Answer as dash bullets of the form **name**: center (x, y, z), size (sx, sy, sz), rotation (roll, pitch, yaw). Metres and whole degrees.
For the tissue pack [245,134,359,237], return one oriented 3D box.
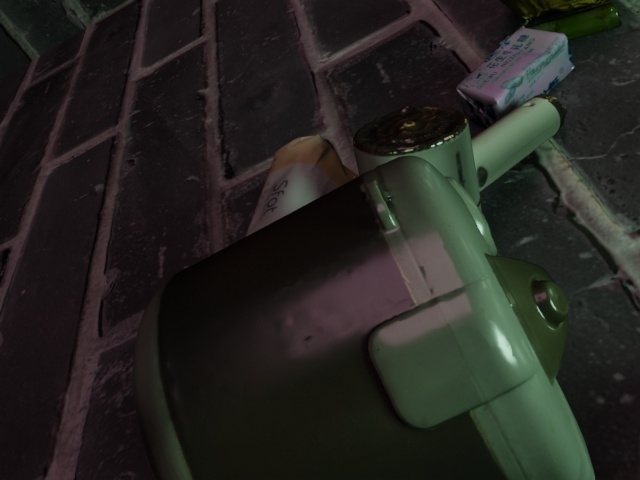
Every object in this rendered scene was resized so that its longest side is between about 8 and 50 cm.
- **tissue pack**: center (0.000, 0.000, 0.831), size (0.090, 0.186, 0.222), rotation (-20, 39, 38)

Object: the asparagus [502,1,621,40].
- **asparagus**: center (0.367, -0.324, 1.029), size (0.179, 0.041, 0.045), rotation (-9, 43, 30)

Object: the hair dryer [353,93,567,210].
- **hair dryer**: center (0.199, -0.095, 0.817), size (0.362, 0.203, 0.128), rotation (-34, 33, -32)

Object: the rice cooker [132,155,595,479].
- **rice cooker**: center (0.051, 0.115, 0.574), size (0.325, 0.335, 0.335), rotation (-28, 38, 8)

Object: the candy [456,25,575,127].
- **candy**: center (0.280, -0.234, 0.968), size (0.160, 0.073, 0.092), rotation (-43, 43, -12)

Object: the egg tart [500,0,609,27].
- **egg tart**: center (0.376, -0.398, 1.022), size (0.291, 0.107, 0.291), rotation (-11, 14, 3)
